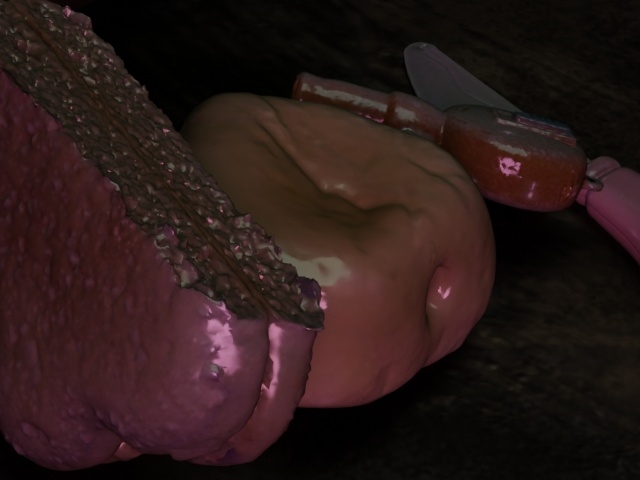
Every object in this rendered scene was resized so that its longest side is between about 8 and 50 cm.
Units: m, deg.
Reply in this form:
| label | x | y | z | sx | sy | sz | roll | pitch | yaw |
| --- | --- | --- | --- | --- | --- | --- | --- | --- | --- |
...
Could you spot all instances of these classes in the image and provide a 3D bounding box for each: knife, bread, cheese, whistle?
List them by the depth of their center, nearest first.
| label | x | y | z | sx | sy | sz | roll | pitch | yaw |
| --- | --- | --- | --- | --- | --- | --- | --- | --- | --- |
| bread | -0.132 | 0.010 | 0.813 | 0.102 | 0.183 | 0.337 | 0 | 37 | -42 |
| cheese | 0.000 | 0.000 | 0.907 | 0.218 | 0.117 | 0.235 | -1 | 39 | -18 |
| whistle | 0.086 | -0.070 | 1.008 | 0.220 | 0.057 | 0.107 | 15 | 19 | -4 |
| knife | 0.163 | -0.052 | 1.086 | 0.081 | 0.043 | 0.336 | -31 | 49 | -28 |

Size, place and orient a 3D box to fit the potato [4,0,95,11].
| label | x | y | z | sx | sy | sz | roll | pitch | yaw |
| --- | --- | --- | --- | --- | --- | --- | --- | --- | --- |
| potato | -0.215 | -0.243 | 1.112 | 0.165 | 0.165 | 0.262 | 36 | 49 | 26 |
